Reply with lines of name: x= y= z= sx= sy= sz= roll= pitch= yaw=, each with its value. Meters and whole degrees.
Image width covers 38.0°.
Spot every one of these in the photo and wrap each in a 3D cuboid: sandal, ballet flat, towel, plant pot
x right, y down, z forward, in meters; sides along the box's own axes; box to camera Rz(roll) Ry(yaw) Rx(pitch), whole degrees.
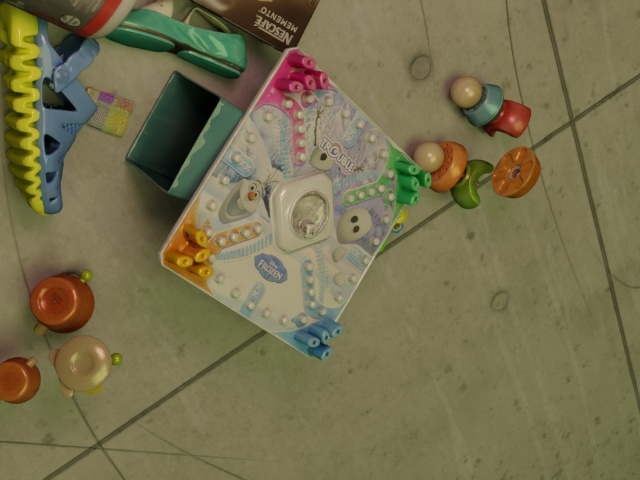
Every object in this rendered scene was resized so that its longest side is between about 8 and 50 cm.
sandal: x=-0.388 y=-0.187 z=1.359 sx=0.138 sy=0.126 sz=0.317 roll=-9 pitch=117 yaw=-32
ballet flat: x=-0.222 y=-0.323 z=1.433 sx=0.247 sy=0.083 sz=0.087 roll=13 pitch=80 yaw=-34
towel: x=-0.334 y=-0.200 z=1.451 sx=0.083 sy=0.009 sz=0.060 roll=17 pitch=102 yaw=-34
plant pot: x=-0.152 y=-0.132 z=1.504 sx=0.234 sy=0.166 sz=0.165 roll=26 pitch=96 yaw=-42

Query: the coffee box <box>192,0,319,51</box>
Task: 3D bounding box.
coffee box: x=-0.127 y=-0.405 z=1.428 sx=0.247 sy=0.098 sz=0.141 roll=24 pitch=97 yaw=-36

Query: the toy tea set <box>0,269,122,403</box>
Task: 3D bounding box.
toy tea set: x=-0.488 y=0.172 z=1.466 sx=0.336 sy=0.124 sz=0.199 roll=-14 pitch=84 yaw=-5

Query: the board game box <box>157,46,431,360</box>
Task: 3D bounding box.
board game box: x=-0.017 y=-0.042 z=1.495 sx=0.390 sy=0.050 sz=0.389 roll=38 pitch=80 yaw=-42

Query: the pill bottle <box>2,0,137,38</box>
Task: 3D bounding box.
pill bottle: x=-0.408 y=-0.420 z=1.186 sx=0.363 sy=0.210 sz=0.210 roll=20 pitch=100 yaw=-35

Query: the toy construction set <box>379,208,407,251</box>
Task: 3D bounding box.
toy construction set: x=0.000 y=0.000 z=1.665 sx=0.327 sy=0.151 sz=0.215 roll=-46 pitch=127 yaw=-19

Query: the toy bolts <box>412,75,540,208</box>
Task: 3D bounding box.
toy bolts: x=0.295 y=-0.193 z=1.728 sx=0.159 sy=0.218 sz=0.228 roll=28 pitch=77 yaw=-30
